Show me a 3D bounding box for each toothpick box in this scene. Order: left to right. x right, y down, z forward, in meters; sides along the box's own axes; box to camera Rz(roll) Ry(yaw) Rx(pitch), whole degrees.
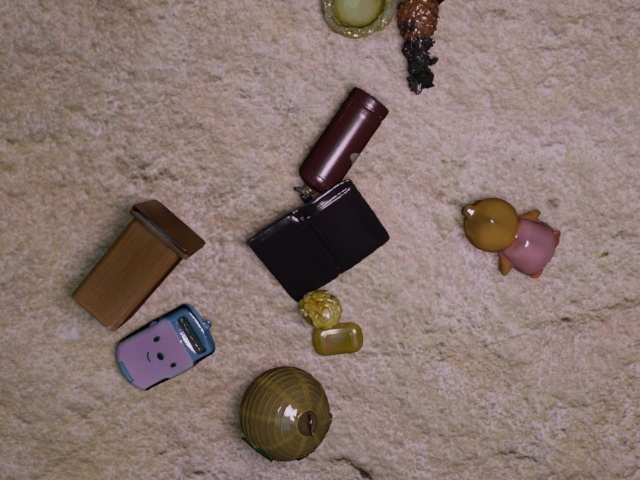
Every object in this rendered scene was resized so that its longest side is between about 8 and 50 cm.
[{"bbox_3d":[-0.485,0.068,1.536,0.187,0.190,0.308,42,99,-6],"label":"toothpick box"}]

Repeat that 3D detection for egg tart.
[{"bbox_3d":[0.097,-0.609,1.493,0.197,0.078,0.197,0,95,3],"label":"egg tart"}]

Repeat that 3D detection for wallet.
[{"bbox_3d":[0.000,0.000,1.550,0.323,0.041,0.247,-35,118,4],"label":"wallet"}]

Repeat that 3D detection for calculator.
[{"bbox_3d":[-0.429,0.300,1.623,0.293,0.051,0.173,-29,94,4],"label":"calculator"}]

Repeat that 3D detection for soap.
[{"bbox_3d":[0.049,0.274,1.613,0.140,0.045,0.089,-7,100,1],"label":"soap"}]

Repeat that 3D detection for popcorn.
[{"bbox_3d":[0.000,0.192,1.573,0.120,0.116,0.106,6,138,9],"label":"popcorn"}]

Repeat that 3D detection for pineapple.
[{"bbox_3d":[0.252,-0.495,1.482,0.119,0.111,0.237,-20,111,-35],"label":"pineapple"}]

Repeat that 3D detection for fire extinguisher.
[{"bbox_3d":[0.044,-0.224,1.524,0.135,0.114,0.337,32,97,-31],"label":"fire extinguisher"}]

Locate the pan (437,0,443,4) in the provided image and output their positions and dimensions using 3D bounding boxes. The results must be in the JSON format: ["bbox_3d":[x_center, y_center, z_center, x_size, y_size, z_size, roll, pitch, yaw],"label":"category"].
[{"bbox_3d":[0.252,-0.697,1.494,0.128,0.048,0.202,-42,94,6],"label":"pan"}]

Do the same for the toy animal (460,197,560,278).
[{"bbox_3d":[0.485,-0.015,1.511,0.281,0.169,0.195,29,93,-3],"label":"toy animal"}]

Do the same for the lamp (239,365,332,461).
[{"bbox_3d":[-0.079,0.455,1.522,0.250,0.284,0.250,3,84,-31],"label":"lamp"}]
